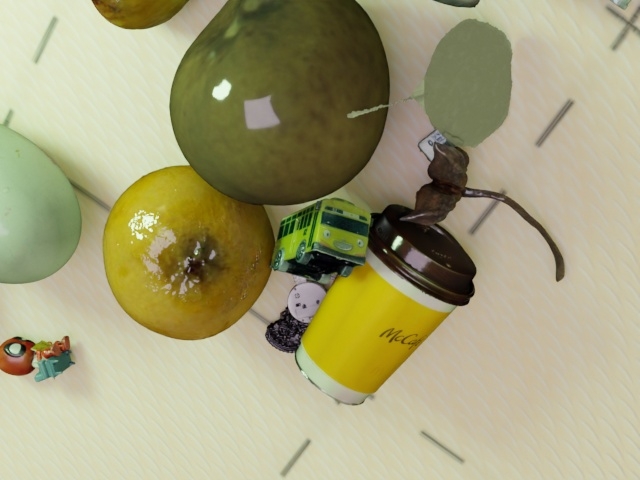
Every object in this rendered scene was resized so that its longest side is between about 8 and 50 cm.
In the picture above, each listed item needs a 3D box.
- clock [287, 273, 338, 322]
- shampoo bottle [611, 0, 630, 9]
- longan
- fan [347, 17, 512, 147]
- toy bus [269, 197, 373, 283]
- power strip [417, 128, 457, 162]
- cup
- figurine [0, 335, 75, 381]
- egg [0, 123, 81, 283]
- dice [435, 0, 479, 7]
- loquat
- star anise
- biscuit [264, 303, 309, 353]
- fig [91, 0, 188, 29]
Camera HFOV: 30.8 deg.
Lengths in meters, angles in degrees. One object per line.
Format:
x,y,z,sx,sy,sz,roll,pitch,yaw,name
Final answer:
0.012,0.081,1.806,0.129,0.041,0.087,-5,96,4,clock
0.448,-0.391,1.532,0.069,0.041,0.191,34,114,-4,shampoo bottle
-0.051,-0.201,1.594,0.319,0.319,0.319,5,109,14,longan
0.152,-0.199,1.567,0.010,0.310,0.182,18,118,49,fan
0.000,0.000,1.645,0.088,0.175,0.101,18,74,-20,toy bus
0.185,-0.150,1.699,0.090,0.016,0.040,-37,96,23,power strip
0.089,0.098,1.703,0.196,0.196,0.280,36,108,1,cup
-0.490,0.200,1.977,0.140,0.068,0.075,-3,110,23,figurine
-0.539,-0.076,1.807,0.371,0.230,0.230,33,113,9,egg
0.161,-0.508,1.416,0.328,0.330,0.348,38,112,1,dice
-0.196,0.018,1.734,0.263,0.263,0.263,5,109,14,loquat
0.247,-0.029,1.660,0.227,0.148,0.218,21,152,16,star anise
-0.048,0.138,1.853,0.087,0.027,0.089,-4,107,15,biscuit
-0.211,-0.399,1.674,0.257,0.159,0.159,-20,103,-1,fig
